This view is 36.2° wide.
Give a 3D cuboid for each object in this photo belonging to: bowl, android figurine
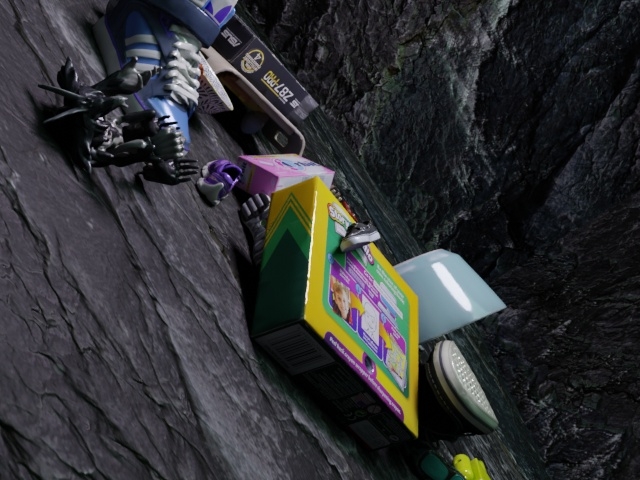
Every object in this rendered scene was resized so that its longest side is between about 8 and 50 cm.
[{"bbox_3d":[-0.247,-0.304,1.896,0.170,0.080,0.170,57,5,-8],"label":"bowl"},{"bbox_3d":[0.200,0.124,1.973,0.163,0.312,0.311,68,12,8],"label":"bowl"},{"bbox_3d":[0.374,0.588,2.154,0.248,0.056,0.273,56,10,-8],"label":"android figurine"}]

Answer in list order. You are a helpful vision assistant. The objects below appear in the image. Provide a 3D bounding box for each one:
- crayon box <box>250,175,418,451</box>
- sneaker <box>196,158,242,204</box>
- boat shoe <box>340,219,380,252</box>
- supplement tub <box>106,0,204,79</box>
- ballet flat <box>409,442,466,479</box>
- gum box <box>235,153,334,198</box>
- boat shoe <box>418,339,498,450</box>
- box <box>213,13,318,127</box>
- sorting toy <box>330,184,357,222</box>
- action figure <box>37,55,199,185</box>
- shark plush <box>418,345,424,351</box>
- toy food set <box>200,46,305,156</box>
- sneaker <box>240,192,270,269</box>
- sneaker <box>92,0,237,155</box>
[{"bbox_3d":[0.038,0.124,1.644,0.363,0.106,0.313,49,31,-37],"label":"crayon box"},{"bbox_3d":[-0.167,-0.110,1.730,0.068,0.071,0.170,54,10,-16],"label":"sneaker"},{"bbox_3d":[0.060,-0.009,1.614,0.040,0.049,0.142,66,18,4],"label":"boat shoe"},{"bbox_3d":[-0.296,-0.365,1.774,0.190,0.117,0.117,59,11,11],"label":"supplement tub"},{"bbox_3d":[0.232,0.456,1.902,0.188,0.070,0.070,55,10,-29],"label":"ballet flat"},{"bbox_3d":[-0.068,-0.123,1.933,0.107,0.062,0.188,29,22,32],"label":"gum box"},{"bbox_3d":[0.226,0.305,1.864,0.186,0.156,0.500,63,-1,11],"label":"boat shoe"},{"bbox_3d":[-0.205,-0.481,2.392,0.395,0.097,0.318,48,6,35],"label":"box"},{"bbox_3d":[0.039,-0.062,2.171,0.132,0.046,0.274,52,11,-26],"label":"sorting toy"},{"bbox_3d":[-0.255,-0.160,1.300,0.276,0.141,0.164,28,42,-72],"label":"action figure"},{"bbox_3d":[0.213,0.222,2.474,0.161,0.067,0.073,56,10,-6],"label":"shark plush"},{"bbox_3d":[-0.179,-0.306,2.178,0.306,0.092,0.220,42,4,-35],"label":"toy food set"},{"bbox_3d":[-0.066,0.017,1.780,0.132,0.086,0.228,51,11,-39],"label":"sneaker"},{"bbox_3d":[-0.225,-0.313,1.608,0.322,0.236,0.130,62,12,27],"label":"sneaker"}]
